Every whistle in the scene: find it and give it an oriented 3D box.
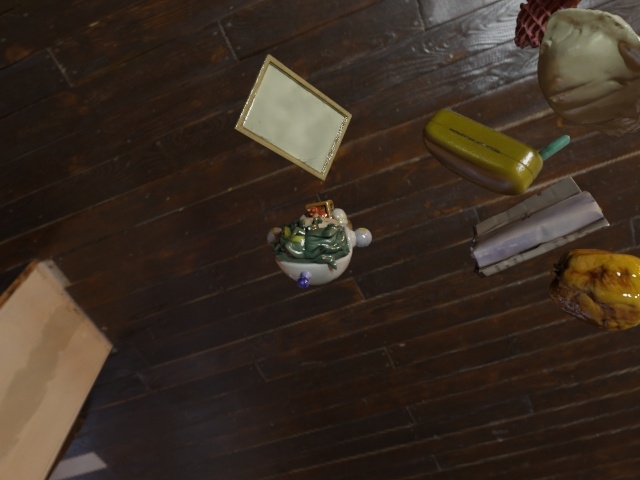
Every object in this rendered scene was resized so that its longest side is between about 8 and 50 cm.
[{"bbox_3d":[0.751,-0.287,1.732,0.186,0.039,0.039,-36,114,13],"label":"whistle"}]

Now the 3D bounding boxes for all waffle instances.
[{"bbox_3d":[0.667,-0.678,1.524,0.055,0.221,0.234,21,87,-28],"label":"waffle"}]

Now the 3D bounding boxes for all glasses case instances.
[{"bbox_3d":[0.474,-0.255,1.559,0.141,0.371,0.173,-53,147,1],"label":"glasses case"}]

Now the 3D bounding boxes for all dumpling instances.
[{"bbox_3d":[0.740,-0.418,1.349,0.233,0.315,0.395,-40,123,-8],"label":"dumpling"}]

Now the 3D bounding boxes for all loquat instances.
[{"bbox_3d":[0.394,0.064,0.727,0.137,0.137,0.113,2,121,0],"label":"loquat"}]

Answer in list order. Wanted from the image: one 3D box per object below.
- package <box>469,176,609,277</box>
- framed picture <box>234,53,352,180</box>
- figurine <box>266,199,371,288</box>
[{"bbox_3d":[0.351,-0.019,0.863,0.204,0.251,0.062,-25,101,23],"label":"package"},{"bbox_3d":[-0.041,-0.207,0.895,0.201,0.010,0.136,26,85,-37],"label":"framed picture"},{"bbox_3d":[0.003,-0.002,1.310,0.261,0.382,0.186,-15,98,16],"label":"figurine"}]
